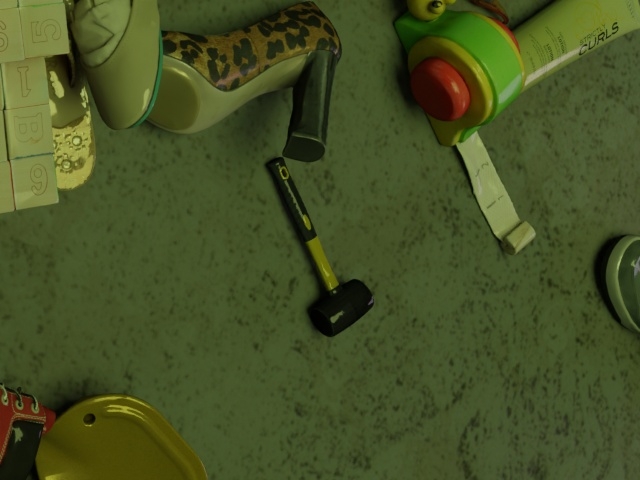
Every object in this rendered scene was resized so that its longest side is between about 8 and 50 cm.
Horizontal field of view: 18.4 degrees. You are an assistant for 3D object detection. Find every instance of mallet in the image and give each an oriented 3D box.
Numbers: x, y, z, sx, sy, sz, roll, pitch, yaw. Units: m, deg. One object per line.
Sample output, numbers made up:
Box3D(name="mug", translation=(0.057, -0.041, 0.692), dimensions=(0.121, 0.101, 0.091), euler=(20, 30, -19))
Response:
Box3D(name="mallet", translation=(0.000, 0.000, 1.968), dimensions=(0.062, 0.039, 0.190), euler=(-27, 107, -32))

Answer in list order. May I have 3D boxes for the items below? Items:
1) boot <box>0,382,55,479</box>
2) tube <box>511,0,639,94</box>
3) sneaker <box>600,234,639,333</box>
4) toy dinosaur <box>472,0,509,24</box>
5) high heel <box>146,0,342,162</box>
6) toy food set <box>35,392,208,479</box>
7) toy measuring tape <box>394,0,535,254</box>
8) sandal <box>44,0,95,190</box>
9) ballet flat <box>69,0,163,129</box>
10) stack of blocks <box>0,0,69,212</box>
Box3D(name="boot", translation=(-0.307, 0.104, 1.708), dimensions=(0.176, 0.088, 0.244), euler=(-2, 104, -38))
Box3D(name="tube", translation=(0.270, -0.231, 2.142), dimensions=(0.240, 0.062, 0.070), euler=(-33, 154, -36))
Box3D(name="sneaker", translation=(0.456, 0.104, 2.240), dimensions=(0.295, 0.178, 0.124), euler=(43, 69, -32))
Box3D(name="toy dinosaur", translation=(0.164, -0.258, 2.067), dimensions=(0.082, 0.047, 0.090), euler=(-13, 114, -18))
Box3D(name="high heel", translation=(-0.104, -0.189, 1.864), dimensions=(0.261, 0.093, 0.186), euler=(21, 49, -18))
Box3D(name="toy food set", translation=(-0.177, 0.220, 1.837), dimensions=(0.128, 0.071, 0.218), euler=(-38, 117, -2))
Box3D(name="toy measuring tape", translation=(0.176, -0.124, 2.041), dimensions=(0.121, 0.121, 0.330), euler=(-40, 117, -28))
Box3D(name="sandal", translation=(-0.237, -0.156, 1.726), dimensions=(0.088, 0.079, 0.240), euler=(-19, 107, -20))
Box3D(name="ballet flat", translation=(-0.183, -0.211, 1.733), dimensions=(0.086, 0.086, 0.248), euler=(30, 47, -36))
Box3D(name="stack of blocks", translation=(-0.289, -0.172, 1.637), dimensions=(0.087, 0.171, 0.297), euler=(-11, 102, -37))
